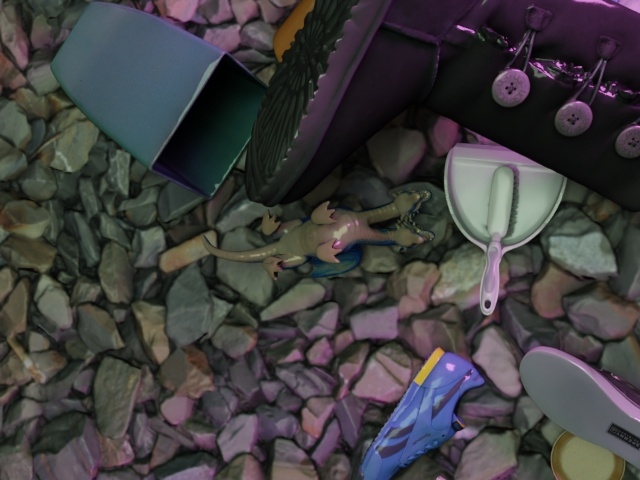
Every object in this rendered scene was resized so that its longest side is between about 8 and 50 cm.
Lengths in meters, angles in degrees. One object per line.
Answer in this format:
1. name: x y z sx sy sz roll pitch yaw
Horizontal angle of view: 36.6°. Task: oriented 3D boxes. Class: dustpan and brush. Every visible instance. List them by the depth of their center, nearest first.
1. dustpan and brush: 0.213 -0.015 1.157 0.147 0.060 0.211 6 85 14

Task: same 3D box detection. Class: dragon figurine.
1. dragon figurine: 0.000 0.000 1.195 0.289 0.144 0.085 -16 81 31

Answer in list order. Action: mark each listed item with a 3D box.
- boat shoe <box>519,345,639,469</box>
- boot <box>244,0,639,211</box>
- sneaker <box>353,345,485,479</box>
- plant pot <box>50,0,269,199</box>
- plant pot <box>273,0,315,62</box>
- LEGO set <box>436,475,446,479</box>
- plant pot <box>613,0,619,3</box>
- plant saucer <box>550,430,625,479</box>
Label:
1. boat shoe: 0.334 0.187 1.099 0.228 0.076 0.080 30 118 13
2. boot: 0.181 -0.129 1.065 0.367 0.445 0.146 -58 28 35
3. sneaker: 0.116 0.230 1.150 0.082 0.069 0.209 34 92 11
4. plant pot: -0.216 -0.195 1.236 0.234 0.165 0.165 34 92 22
5. plant pot: 0.053 -0.252 1.167 0.188 0.205 0.205 -34 76 24
6. LEGO set: 0.207 0.372 1.102 0.227 0.087 0.093 29 91 16
7. plant pot: 0.260 -0.398 1.101 0.236 0.212 0.236 15 91 21
8. plant saucer: 0.310 0.256 1.126 0.083 0.015 0.083 -2 82 13
